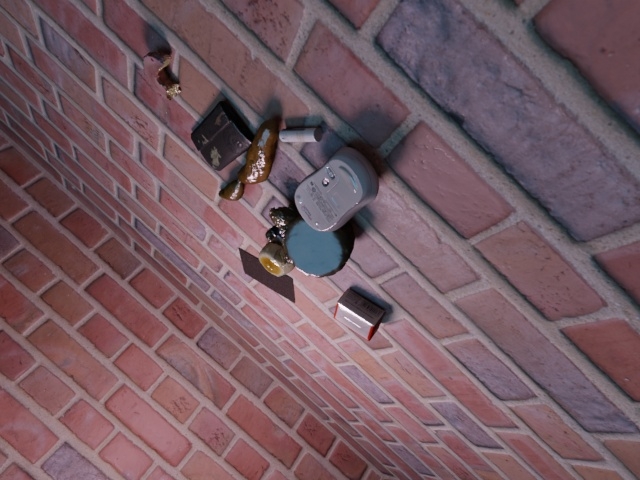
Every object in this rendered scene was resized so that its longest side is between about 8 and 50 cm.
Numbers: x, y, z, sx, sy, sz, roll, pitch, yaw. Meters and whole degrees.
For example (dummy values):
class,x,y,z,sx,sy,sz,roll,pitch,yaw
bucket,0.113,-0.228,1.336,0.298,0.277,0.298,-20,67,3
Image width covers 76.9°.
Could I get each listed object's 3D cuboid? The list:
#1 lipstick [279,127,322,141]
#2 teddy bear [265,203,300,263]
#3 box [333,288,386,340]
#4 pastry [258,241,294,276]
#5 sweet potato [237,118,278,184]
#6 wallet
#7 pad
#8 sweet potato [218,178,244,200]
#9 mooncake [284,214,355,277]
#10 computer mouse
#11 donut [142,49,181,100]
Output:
class,x,y,z,sx,sy,sz,roll,pitch,yaw
lipstick,-0.059,-0.301,1.153,0.141,0.040,0.040,11,138,40
teddy bear,-0.107,-0.032,1.459,0.129,0.181,0.251,-119,7,-50
box,0.154,0.291,1.594,0.182,0.099,0.133,30,143,20
pastry,-0.184,0.082,1.706,0.165,0.088,0.166,28,149,19
sweet potato,-0.196,-0.256,1.303,0.106,0.095,0.354,59,148,4
wallet,-0.351,-0.348,1.400,0.170,0.044,0.321,50,147,-18
pad,-0.261,0.173,1.970,0.330,0.004,0.220,28,146,20
sweet potato,-0.342,-0.186,1.561,0.075,0.075,0.269,52,155,-17
mooncake,0.000,0.000,1.326,0.228,0.124,0.228,8,115,19
computer mouse,0.050,-0.147,1.138,0.184,0.121,0.297,50,141,2
donut,-0.525,-0.551,1.319,0.117,0.065,0.166,33,146,9
